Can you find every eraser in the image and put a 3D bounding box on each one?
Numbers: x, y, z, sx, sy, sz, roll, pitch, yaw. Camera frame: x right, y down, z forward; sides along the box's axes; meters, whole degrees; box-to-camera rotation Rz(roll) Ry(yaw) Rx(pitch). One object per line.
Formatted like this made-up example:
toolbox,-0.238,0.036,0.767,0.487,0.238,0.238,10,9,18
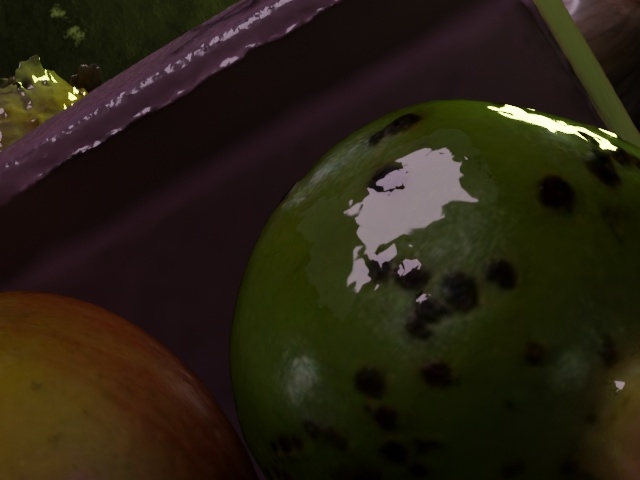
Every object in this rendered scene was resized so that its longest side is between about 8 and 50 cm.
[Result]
eraser,0.000,0.000,1.083,0.359,0.272,0.122,-30,13,16

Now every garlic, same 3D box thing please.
garlic,0.195,-0.190,1.489,0.257,0.207,0.207,-58,18,-13

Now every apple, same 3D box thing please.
apple,-0.151,0.162,0.867,0.286,0.233,0.286,-31,15,9

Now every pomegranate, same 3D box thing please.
pomegranate,0.103,0.070,0.780,0.286,0.231,0.231,33,55,32

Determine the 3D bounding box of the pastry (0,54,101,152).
pastry,-0.265,0.013,1.703,0.136,0.330,0.329,-1,-2,-25
